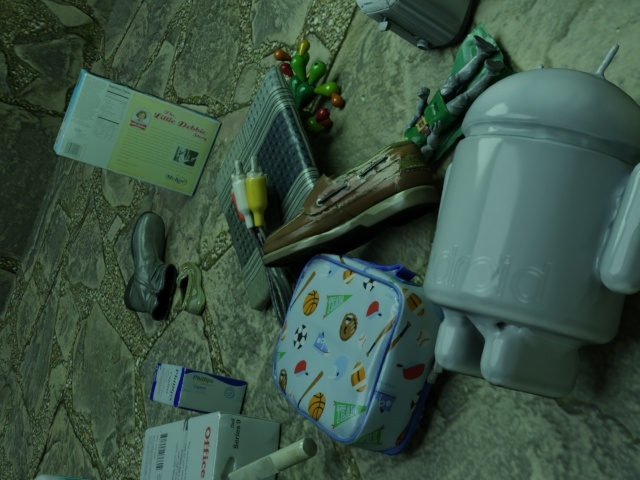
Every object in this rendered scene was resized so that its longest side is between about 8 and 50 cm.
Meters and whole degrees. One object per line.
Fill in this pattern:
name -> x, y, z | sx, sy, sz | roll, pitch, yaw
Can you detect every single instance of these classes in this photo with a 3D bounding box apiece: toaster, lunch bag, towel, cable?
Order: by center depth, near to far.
lunch bag -> 0.054, 0.141, 1.182 | 0.303, 0.115, 0.243 | 21, 91, 61
toaster -> 0.148, -0.402, 1.257 | 0.129, 0.146, 0.227 | 14, 87, 59
cable -> -0.101, 0.011, 1.413 | 0.139, 0.072, 0.287 | 150, 114, -64
towel -> -0.087, -0.083, 1.511 | 0.324, 0.056, 0.312 | -55, 46, 47

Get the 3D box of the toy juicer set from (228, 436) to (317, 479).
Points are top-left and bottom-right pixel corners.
toy juicer set -> -0.035, 0.394, 1.163 | 0.209, 0.089, 0.329 | -54, 48, 26

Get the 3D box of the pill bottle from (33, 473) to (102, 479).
pill bottle -> -0.414, 0.525, 1.612 | 0.146, 0.264, 0.146 | -35, 47, 49

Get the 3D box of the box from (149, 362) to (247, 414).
box -> -0.222, 0.272, 1.557 | 0.137, 0.126, 0.072 | -7, 69, 58

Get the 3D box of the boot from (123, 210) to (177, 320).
boot -> -0.371, 0.057, 1.975 | 0.161, 0.083, 0.247 | 3, 84, 52

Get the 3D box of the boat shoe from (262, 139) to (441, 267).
boat shoe -> 0.034, -0.047, 1.264 | 0.307, 0.110, 0.104 | -23, 75, 30

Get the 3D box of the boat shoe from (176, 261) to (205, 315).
boat shoe -> -0.282, 0.096, 1.818 | 0.056, 0.048, 0.153 | -55, 35, 29

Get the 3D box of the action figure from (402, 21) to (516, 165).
action figure -> 0.169, -0.177, 1.202 | 0.232, 0.063, 0.137 | -51, 40, 39

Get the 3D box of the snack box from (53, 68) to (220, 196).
snack box -> -0.401, -0.233, 1.906 | 0.187, 0.322, 0.060 | -66, 30, 10

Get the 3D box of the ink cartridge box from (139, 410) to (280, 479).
ink cartridge box -> -0.196, 0.413, 1.447 | 0.289, 0.121, 0.211 | -25, 55, 52

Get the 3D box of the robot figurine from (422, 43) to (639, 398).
robot figurine -> 0.226, -0.023, 0.887 | 0.300, 0.199, 0.354 | 7, 82, 55

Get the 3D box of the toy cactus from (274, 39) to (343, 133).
toy cactus -> -0.042, -0.248, 1.558 | 0.180, 0.112, 0.219 | -59, 40, 41
